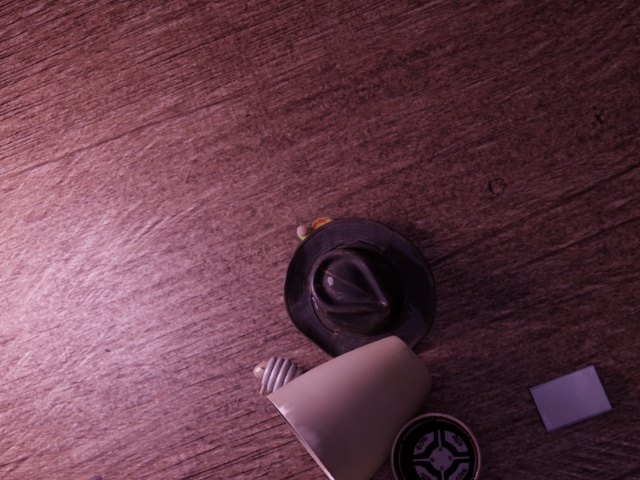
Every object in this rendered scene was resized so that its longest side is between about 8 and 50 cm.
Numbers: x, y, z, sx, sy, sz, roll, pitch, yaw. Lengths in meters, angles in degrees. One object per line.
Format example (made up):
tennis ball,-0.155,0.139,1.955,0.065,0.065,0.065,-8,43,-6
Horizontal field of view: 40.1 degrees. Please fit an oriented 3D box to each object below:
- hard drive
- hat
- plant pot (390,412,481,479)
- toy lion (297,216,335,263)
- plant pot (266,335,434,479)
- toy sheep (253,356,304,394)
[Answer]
hard drive,0.494,0.314,1.735,0.135,0.022,0.094,-22,73,6
hat,0.078,0.098,1.804,0.331,0.134,0.331,-1,80,5
plant pot,0.228,0.420,1.690,0.167,0.165,0.167,-3,77,11
toy lion,0.000,0.000,1.915,0.096,0.034,0.100,-8,75,2
plant pot,0.081,0.321,1.720,0.274,0.256,0.256,-38,72,-10
toy sheep,-0.077,0.290,1.831,0.132,0.091,0.091,18,80,2
